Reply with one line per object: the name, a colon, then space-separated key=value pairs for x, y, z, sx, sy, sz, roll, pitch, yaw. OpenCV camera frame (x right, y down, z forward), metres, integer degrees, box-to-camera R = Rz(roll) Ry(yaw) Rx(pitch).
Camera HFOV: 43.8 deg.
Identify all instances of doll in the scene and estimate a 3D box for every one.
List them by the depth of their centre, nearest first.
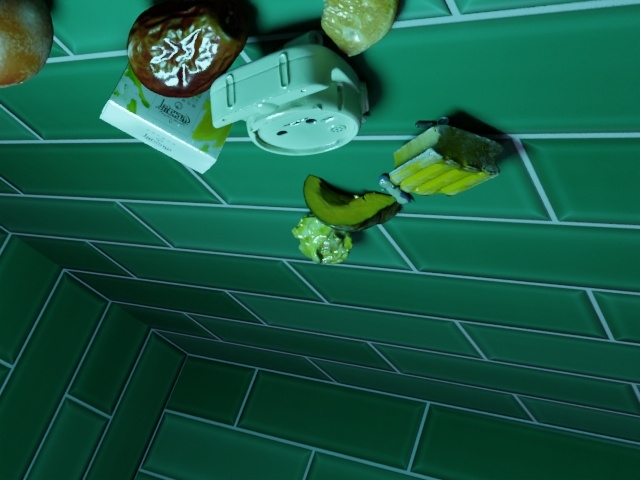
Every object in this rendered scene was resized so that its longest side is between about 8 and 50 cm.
doll: x=0.181 y=-0.120 z=1.928 sx=0.037 sy=0.027 sz=0.125 roll=-15 pitch=139 yaw=36

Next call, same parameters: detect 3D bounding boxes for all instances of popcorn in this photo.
popcorn: x=0.004 y=-0.011 z=2.208 sx=0.173 sy=0.142 sz=0.173 roll=29 pitch=-178 yaw=-1

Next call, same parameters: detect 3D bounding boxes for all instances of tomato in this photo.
tomato: x=-0.695 y=-0.452 z=1.649 sx=0.265 sy=0.265 sz=0.265 roll=18 pitch=157 yaw=8

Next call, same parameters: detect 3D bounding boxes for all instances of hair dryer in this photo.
hair dryer: x=0.232 y=-0.233 z=1.636 sx=0.083 sy=0.026 sz=0.047 roll=10 pitch=154 yaw=33

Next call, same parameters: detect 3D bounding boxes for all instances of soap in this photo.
soap: x=0.248 y=-0.158 z=1.674 sx=0.160 sy=0.080 sz=0.257 roll=16 pitch=167 yaw=-16

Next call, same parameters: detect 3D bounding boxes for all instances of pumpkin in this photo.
pumpkin: x=0.069 y=-0.057 z=2.020 sx=0.254 sy=0.149 sz=0.130 roll=15 pitch=149 yaw=12

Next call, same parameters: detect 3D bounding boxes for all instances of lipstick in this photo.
lipstick: x=-0.050 y=-0.371 z=1.546 sx=0.038 sy=0.038 sz=0.131 roll=35 pitch=153 yaw=-31

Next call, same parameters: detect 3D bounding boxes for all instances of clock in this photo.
clock: x=-0.035 y=-0.261 z=1.586 sx=0.265 sy=0.108 sz=0.324 roll=-16 pitch=160 yaw=29

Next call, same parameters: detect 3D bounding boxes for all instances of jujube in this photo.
jujube: x=-0.255 y=-0.379 z=1.541 sx=0.255 sy=0.190 sz=0.190 roll=-14 pitch=140 yaw=42

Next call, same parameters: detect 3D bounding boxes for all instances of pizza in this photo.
pizza: x=0.068 y=-0.402 z=1.354 sx=0.134 sy=0.056 sz=0.271 roll=15 pitch=158 yaw=8

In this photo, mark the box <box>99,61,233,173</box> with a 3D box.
box: x=-0.317 y=-0.298 z=1.741 sx=0.260 sy=0.194 sz=0.111 roll=28 pitch=156 yaw=-20
